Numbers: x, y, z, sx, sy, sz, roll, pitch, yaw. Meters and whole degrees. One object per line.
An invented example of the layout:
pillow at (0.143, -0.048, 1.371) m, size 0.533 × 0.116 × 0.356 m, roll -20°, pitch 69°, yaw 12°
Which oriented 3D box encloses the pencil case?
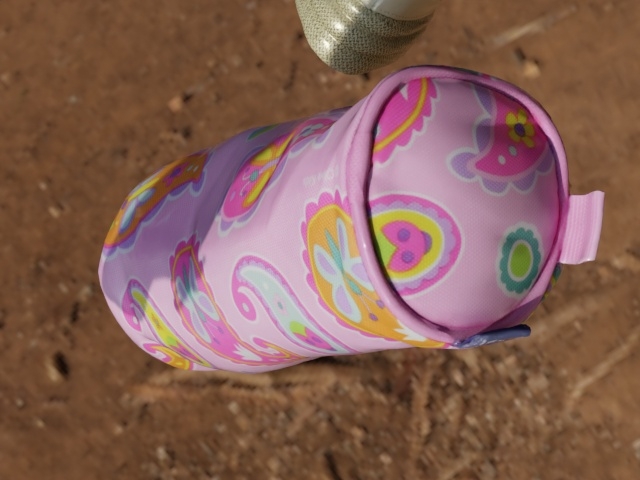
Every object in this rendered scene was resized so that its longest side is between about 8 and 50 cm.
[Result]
pencil case at (0.000, 0.000, 0.721) m, size 0.124 × 0.124 × 0.284 m, roll -54°, pitch 19°, yaw -24°

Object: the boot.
boot at (0.076, -0.219, 0.892) m, size 0.203 × 0.095 × 0.262 m, roll -51°, pitch 14°, yaw 34°
